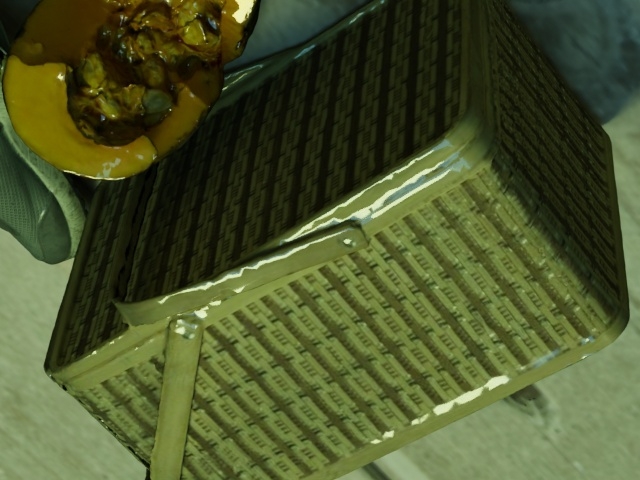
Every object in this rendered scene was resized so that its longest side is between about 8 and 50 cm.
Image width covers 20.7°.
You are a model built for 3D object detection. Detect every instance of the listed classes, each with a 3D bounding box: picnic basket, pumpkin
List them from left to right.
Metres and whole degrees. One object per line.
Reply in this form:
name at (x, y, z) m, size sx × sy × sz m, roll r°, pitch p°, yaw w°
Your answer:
pumpkin at (-0.103, -0.124, 1.026) m, size 0.119 × 0.107 × 0.183 m, roll 34°, pitch 94°, yaw -3°
picnic basket at (0.000, 0.000, 1.033) m, size 0.313 × 0.228 × 0.175 m, roll -29°, pitch 118°, yaw 23°

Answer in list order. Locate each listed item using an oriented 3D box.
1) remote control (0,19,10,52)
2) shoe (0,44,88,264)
remote control at (-0.343, -0.114, 1.067) m, size 0.293 × 0.051 × 0.103 m, roll -17°, pitch 127°, yaw -3°
shoe at (-0.208, -0.046, 1.091) m, size 0.074 × 0.077 × 0.194 m, roll 36°, pitch 155°, yaw 36°
